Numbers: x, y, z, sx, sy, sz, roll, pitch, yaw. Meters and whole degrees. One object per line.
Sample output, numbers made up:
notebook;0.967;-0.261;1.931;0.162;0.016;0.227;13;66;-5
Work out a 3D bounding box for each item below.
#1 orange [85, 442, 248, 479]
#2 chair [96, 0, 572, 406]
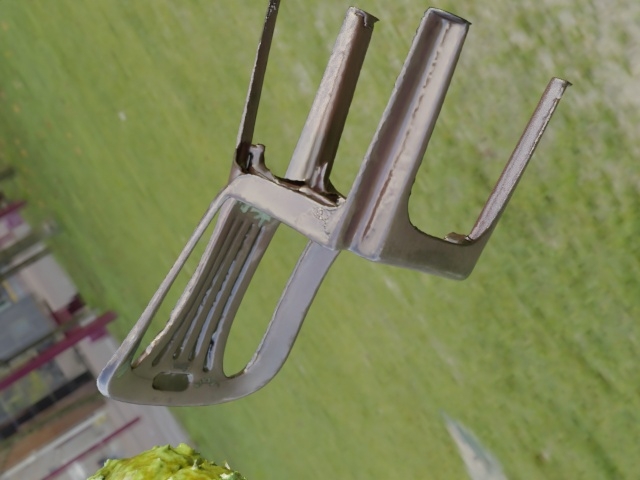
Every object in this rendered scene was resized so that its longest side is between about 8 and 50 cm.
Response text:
orange;-0.158;0.363;1.327;0.300;0.223;0.301;-1;92;37
chair;0.000;0.000;0.849;0.183;0.326;0.175;26;-172;37
